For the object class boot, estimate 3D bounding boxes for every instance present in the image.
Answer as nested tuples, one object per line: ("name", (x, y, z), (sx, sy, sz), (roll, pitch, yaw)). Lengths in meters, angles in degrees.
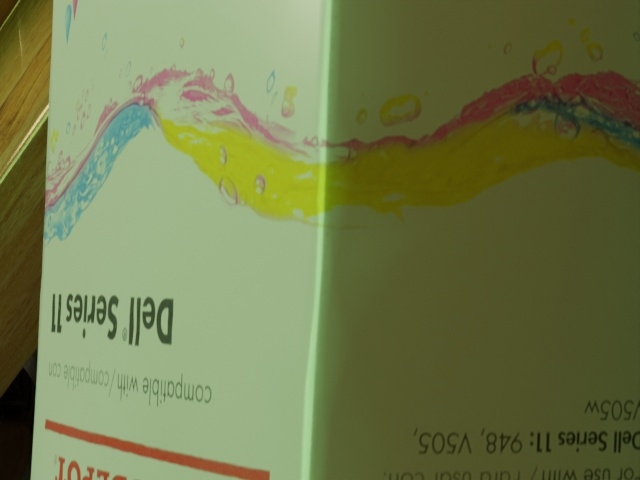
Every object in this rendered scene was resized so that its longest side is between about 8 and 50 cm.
("boot", (-0.171, 0.117, 0.875), (0.087, 0.042, 0.118), (104, 175, -56))

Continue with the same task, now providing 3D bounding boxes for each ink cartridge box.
("ink cartridge box", (0.000, 0.000, 0.508), (0.207, 0.119, 0.353), (-3, 85, 61))

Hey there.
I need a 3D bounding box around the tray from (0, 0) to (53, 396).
("tray", (-0.210, 0.013, 0.816), (0.411, 0.076, 0.203), (-51, 40, 18))
